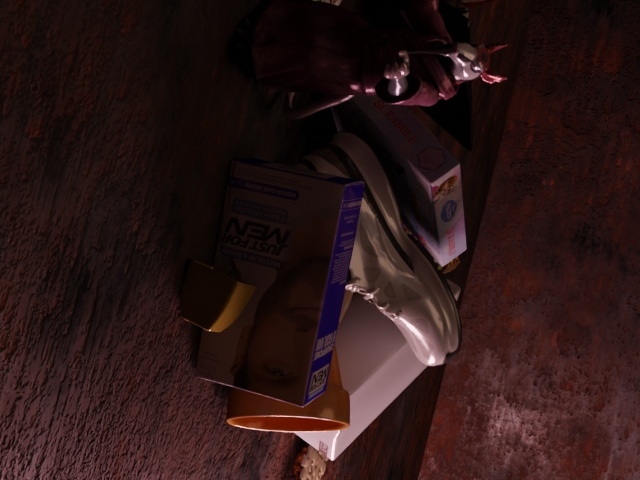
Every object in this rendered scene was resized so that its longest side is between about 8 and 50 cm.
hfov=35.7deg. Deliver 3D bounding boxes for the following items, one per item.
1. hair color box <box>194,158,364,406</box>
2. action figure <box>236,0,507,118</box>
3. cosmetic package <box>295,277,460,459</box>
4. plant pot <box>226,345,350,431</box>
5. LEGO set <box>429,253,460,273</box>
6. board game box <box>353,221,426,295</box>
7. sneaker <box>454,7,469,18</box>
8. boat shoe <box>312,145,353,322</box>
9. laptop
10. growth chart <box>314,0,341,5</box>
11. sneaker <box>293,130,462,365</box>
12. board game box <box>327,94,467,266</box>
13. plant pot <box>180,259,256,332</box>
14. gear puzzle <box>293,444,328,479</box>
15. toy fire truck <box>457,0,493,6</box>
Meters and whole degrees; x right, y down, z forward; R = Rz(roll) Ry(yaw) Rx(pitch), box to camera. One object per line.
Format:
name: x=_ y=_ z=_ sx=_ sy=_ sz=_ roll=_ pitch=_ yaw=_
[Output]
hair color box: x=-0.062 y=0.059 z=1.498 sx=0.110 sy=0.185 sz=0.338 roll=-19 pitch=120 yaw=-70
action figure: x=0.079 y=-0.239 z=1.398 sx=0.275 sy=0.370 sz=0.248 roll=78 pitch=29 yaw=-51
cosmetic package: x=0.096 y=0.223 z=1.963 sx=0.385 sy=0.156 sz=0.217 roll=-35 pitch=149 yaw=-38
plant pot: x=-0.051 y=0.216 z=1.672 sx=0.205 sy=0.205 sz=0.187 roll=54 pitch=36 yaw=-68
LEGO set: x=0.157 y=0.028 z=1.907 sx=0.132 sy=0.287 sz=0.107 roll=-128 pitch=-140 yaw=-61
board game box: x=0.123 y=0.023 z=2.124 sx=0.347 sy=0.078 sz=0.233 roll=-12 pitch=115 yaw=-59
sneaker: x=0.289 y=-0.465 z=2.122 sx=0.135 sy=0.052 sz=0.058 roll=-70 pitch=160 yaw=-70
boat shoe: x=0.000 y=0.000 z=1.805 sx=0.110 sy=0.122 sz=0.341 roll=8 pitch=91 yaw=-35
laptop: x=0.254 y=-0.473 z=2.032 sx=0.236 sy=0.408 sz=0.382 roll=-35 pitch=149 yaw=-12
growth chart: x=0.005 y=-0.400 z=1.642 sx=0.172 sy=0.021 sz=0.237 roll=42 pitch=64 yaw=-72
sneaker: x=0.048 y=0.066 z=1.687 sx=0.257 sy=0.169 sz=0.447 roll=-34 pitch=103 yaw=-23
board game box: x=0.135 y=-0.144 z=1.781 sx=0.066 sy=0.318 sz=0.318 roll=-36 pitch=154 yaw=-8
plant pot: x=-0.153 y=0.084 z=1.414 sx=0.083 sy=0.081 sz=0.081 roll=-65 pitch=162 yaw=-2
gear puzzle: x=-0.019 y=0.456 z=2.189 sx=0.175 sy=0.044 sz=0.339 roll=66 pitch=38 yaw=-61
toy fire truck: x=0.302 y=-0.565 z=1.979 sx=0.246 sy=0.159 sz=0.217 roll=-118 pitch=-165 yaw=-63
